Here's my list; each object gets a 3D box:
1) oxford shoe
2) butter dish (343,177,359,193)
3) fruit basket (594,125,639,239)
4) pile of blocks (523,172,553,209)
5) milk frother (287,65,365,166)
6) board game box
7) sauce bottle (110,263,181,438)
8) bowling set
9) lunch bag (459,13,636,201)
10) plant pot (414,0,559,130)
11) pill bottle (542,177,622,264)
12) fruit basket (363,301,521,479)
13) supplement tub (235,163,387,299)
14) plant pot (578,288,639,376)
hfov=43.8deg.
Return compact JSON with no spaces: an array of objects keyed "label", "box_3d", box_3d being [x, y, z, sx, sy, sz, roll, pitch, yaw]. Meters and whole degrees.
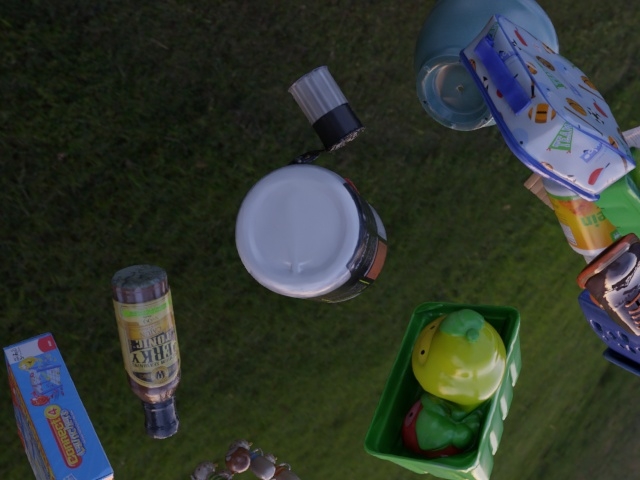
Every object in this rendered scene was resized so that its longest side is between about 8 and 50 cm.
[{"label":"oxford shoe","box_3d":[0.411,0.065,1.049,0.097,0.098,0.271,-42,153,11]},{"label":"butter dish","box_3d":[0.019,-0.024,1.622,0.160,0.160,0.118,-31,177,23]},{"label":"fruit basket","box_3d":[0.665,-0.100,1.359,0.327,0.353,0.165,44,52,-17]},{"label":"pile of blocks","box_3d":[0.606,-0.240,1.984,0.112,0.149,0.362,-42,145,-24]},{"label":"milk frother","box_3d":[-0.018,-0.215,1.436,0.143,0.134,0.129,-31,177,-24]},{"label":"board game box","box_3d":[-0.473,0.379,1.448,0.086,0.308,0.302,-18,145,-28]},{"label":"sauce bottle","box_3d":[-0.326,0.220,1.541,0.111,0.111,0.344,-24,118,-37]},{"label":"bowling set","box_3d":[-0.186,0.492,1.712,0.287,0.154,0.199,-22,124,-38]},{"label":"lunch bag","box_3d":[0.341,-0.212,1.237,0.243,0.303,0.115,18,128,-35]},{"label":"plant pot","box_3d":[0.311,-0.346,1.615,0.196,0.293,0.293,-54,149,-38]},{"label":"pill bottle","box_3d":[0.553,-0.056,1.614,0.136,0.136,0.245,-44,122,-17]},{"label":"fruit basket","box_3d":[0.247,0.261,1.557,0.392,0.283,0.392,0,90,-54]},{"label":"supplement tub","box_3d":[0.000,0.000,1.349,0.207,0.207,0.338,-58,166,1]},{"label":"plant pot","box_3d":[0.709,0.166,1.640,0.236,0.236,0.212,-35,120,-17]}]
